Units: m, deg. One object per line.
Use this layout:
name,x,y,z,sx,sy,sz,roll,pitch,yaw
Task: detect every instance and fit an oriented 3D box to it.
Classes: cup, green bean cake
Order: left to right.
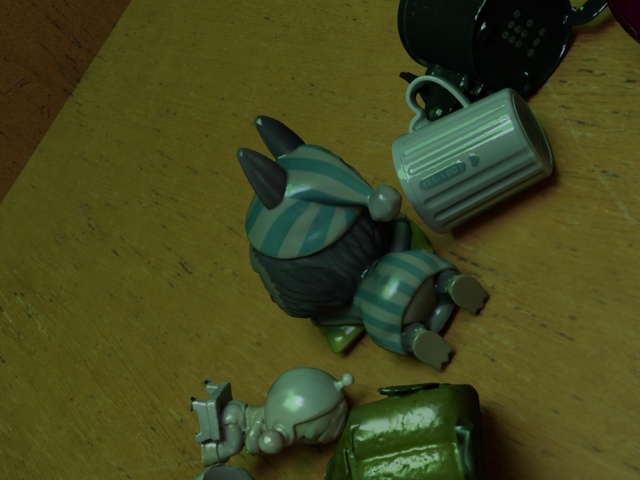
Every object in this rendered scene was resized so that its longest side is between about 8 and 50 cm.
green bean cake,0.121,0.339,1.262,0.202,0.285,0.310,-10,77,12
cup,0.220,-0.143,1.516,0.202,0.221,0.167,-27,30,25

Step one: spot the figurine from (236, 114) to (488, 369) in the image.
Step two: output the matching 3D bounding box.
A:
figurine,0.000,0.000,1.503,0.361,0.378,0.266,25,82,52

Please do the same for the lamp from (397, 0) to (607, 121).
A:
lamp,0.265,-0.370,1.633,0.374,0.205,0.272,-50,42,22

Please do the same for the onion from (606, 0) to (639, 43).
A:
onion,0.494,-0.428,1.320,0.348,0.385,0.347,-35,46,45

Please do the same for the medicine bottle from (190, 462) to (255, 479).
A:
medicine bottle,-0.228,0.502,1.511,0.332,0.190,0.190,-38,42,18

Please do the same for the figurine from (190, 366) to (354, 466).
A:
figurine,-0.064,0.261,1.549,0.257,0.182,0.144,-11,75,8
